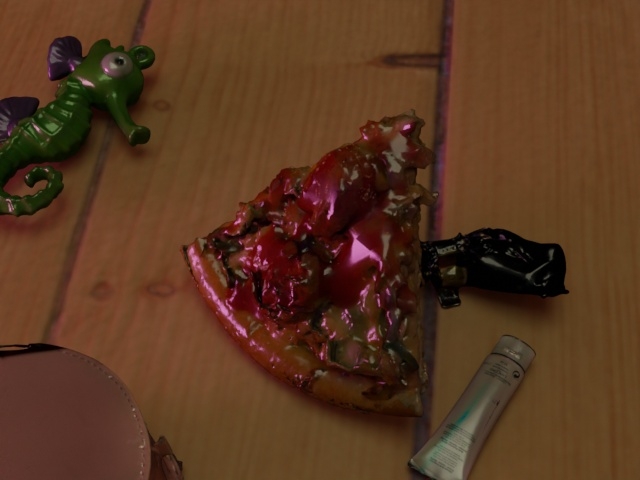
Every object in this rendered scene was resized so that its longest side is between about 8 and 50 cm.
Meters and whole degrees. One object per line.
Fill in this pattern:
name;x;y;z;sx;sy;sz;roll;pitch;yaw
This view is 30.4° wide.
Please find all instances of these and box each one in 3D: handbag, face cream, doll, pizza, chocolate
handbag;-0.179;0.150;0.657;0.205;0.116;0.179;-10;53;-6
face cream;0.099;0.108;0.747;0.038;0.020;0.115;28;59;18
doll;-0.190;-0.086;0.877;0.115;0.050;0.190;25;58;26
pizza;0.000;0.000;0.742;0.201;0.193;0.053;25;12;28
chocolate;0.089;0.021;0.798;0.147;0.070;0.072;4;42;-9
